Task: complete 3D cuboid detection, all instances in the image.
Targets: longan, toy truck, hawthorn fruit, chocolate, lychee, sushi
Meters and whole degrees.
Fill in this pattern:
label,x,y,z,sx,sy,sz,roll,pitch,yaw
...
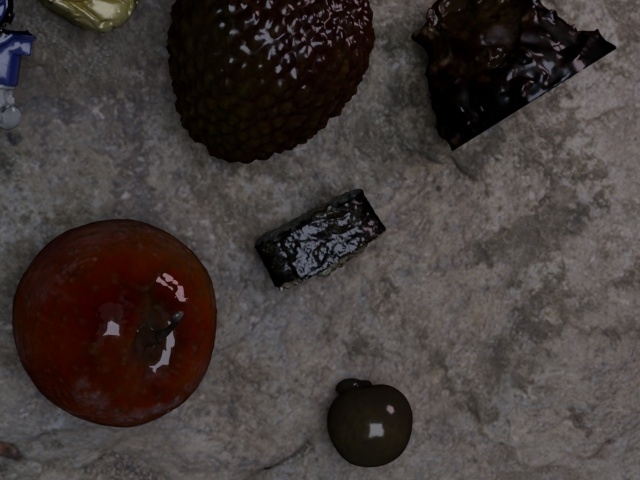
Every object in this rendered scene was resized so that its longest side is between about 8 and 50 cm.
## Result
label,x,y,z,sx,sy,sz,roll,pitch,yaw
longan,0.058,0.216,1.834,0.106,0.106,0.119,-18,56,-13
toy truck,-0.422,-0.213,1.654,0.213,0.161,0.177,5,98,-14
hawthorn fruit,-0.231,0.104,1.688,0.231,0.263,0.235,1,121,7
chocolate,0.204,-0.236,1.795,0.224,0.206,0.177,-33,90,-5
lychee,-0.063,-0.215,1.713,0.236,0.236,0.271,20,110,-15
sushi,0.000,0.000,1.806,0.150,0.090,0.078,-30,96,-9

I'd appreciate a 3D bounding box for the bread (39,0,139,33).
label,x,y,z,sx,sy,sz,roll,pitch,yaw
bread,-0.243,-0.353,1.714,0.140,0.106,0.236,21,88,-16
